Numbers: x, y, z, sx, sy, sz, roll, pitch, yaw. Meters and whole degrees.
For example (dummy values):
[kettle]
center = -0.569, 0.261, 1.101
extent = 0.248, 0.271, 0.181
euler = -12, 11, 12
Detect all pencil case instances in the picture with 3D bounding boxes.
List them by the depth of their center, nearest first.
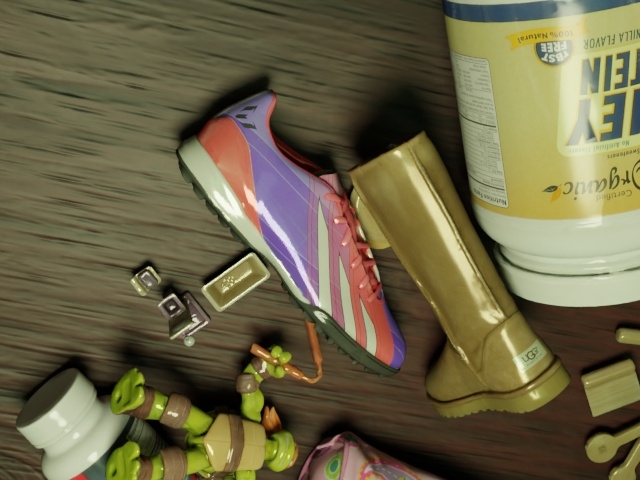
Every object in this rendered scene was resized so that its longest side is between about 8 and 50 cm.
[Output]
[pencil case]
center = 0.114, 0.298, 1.316
extent = 0.284, 0.124, 0.124
euler = 23, 103, -17

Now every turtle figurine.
[turtle figurine]
center = -0.099, 0.185, 1.218
extent = 0.217, 0.087, 0.269
euler = 16, 79, -34

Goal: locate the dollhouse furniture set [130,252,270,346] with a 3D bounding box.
[dollhouse furniture set]
center = -0.112, 0.047, 1.208
extent = 0.114, 0.081, 0.091
euler = -35, 111, 3

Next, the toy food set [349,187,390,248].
[toy food set]
center = 0.069, -0.036, 1.245
extent = 0.082, 0.020, 0.083
euler = -30, 110, 0

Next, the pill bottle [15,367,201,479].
[pill bottle]
center = -0.212, 0.217, 1.233
extent = 0.108, 0.108, 0.180
euler = -39, 110, 4

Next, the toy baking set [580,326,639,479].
[toy baking set]
center = 0.401, 0.186, 1.376
extent = 0.256, 0.030, 0.197
euler = 3, 110, -11

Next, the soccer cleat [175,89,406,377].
[soccer cleat]
center = 0.000, 0.000, 1.202
extent = 0.116, 0.108, 0.318
euler = -40, 107, 4

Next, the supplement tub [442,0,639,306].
[supplement tub]
center = 0.240, -0.120, 1.138
extent = 0.228, 0.228, 0.316
euler = -13, 110, -6

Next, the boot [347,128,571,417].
[boot]
center = 0.112, 0.035, 1.204
extent = 0.089, 0.236, 0.269
euler = -35, 95, -24
